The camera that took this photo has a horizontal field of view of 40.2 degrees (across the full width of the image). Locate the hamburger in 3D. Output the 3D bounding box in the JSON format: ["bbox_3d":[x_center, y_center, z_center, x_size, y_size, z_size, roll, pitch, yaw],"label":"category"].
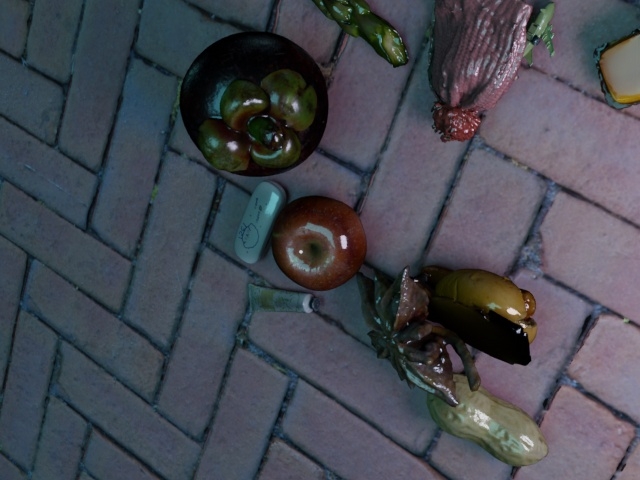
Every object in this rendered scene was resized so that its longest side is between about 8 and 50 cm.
[{"bbox_3d":[0.535,-0.280,1.416,0.166,0.087,0.137,-14,94,35],"label":"hamburger"}]

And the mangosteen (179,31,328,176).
[{"bbox_3d":[-0.117,-0.251,1.702,0.301,0.300,0.300,8,105,30],"label":"mangosteen"}]

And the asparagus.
[{"bbox_3d":[0.060,-0.440,1.684,0.287,0.080,0.080,41,119,19],"label":"asparagus"}]

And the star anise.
[{"bbox_3d":[0.177,0.180,1.678,0.292,0.109,0.349,58,160,-4],"label":"star anise"}]

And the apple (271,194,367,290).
[{"bbox_3d":[0.000,0.000,1.775,0.201,0.162,0.201,6,108,19],"label":"apple"}]

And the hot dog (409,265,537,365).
[{"bbox_3d":[0.290,0.106,1.618,0.326,0.107,0.194,32,157,41],"label":"hot dog"}]

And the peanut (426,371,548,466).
[{"bbox_3d":[0.313,0.346,1.675,0.257,0.124,0.123,30,115,25],"label":"peanut"}]

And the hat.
[{"bbox_3d":[0.268,-0.313,1.565,0.237,0.107,0.286,33,119,53],"label":"hat"}]

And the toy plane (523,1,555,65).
[{"bbox_3d":[0.376,-0.364,1.525,0.102,0.040,0.111,41,121,30],"label":"toy plane"}]

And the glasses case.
[{"bbox_3d":[-0.133,-0.039,1.906,0.076,0.049,0.197,35,117,20],"label":"glasses case"}]

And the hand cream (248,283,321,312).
[{"bbox_3d":[-0.085,0.133,1.923,0.195,0.042,0.067,2,103,36],"label":"hand cream"}]
